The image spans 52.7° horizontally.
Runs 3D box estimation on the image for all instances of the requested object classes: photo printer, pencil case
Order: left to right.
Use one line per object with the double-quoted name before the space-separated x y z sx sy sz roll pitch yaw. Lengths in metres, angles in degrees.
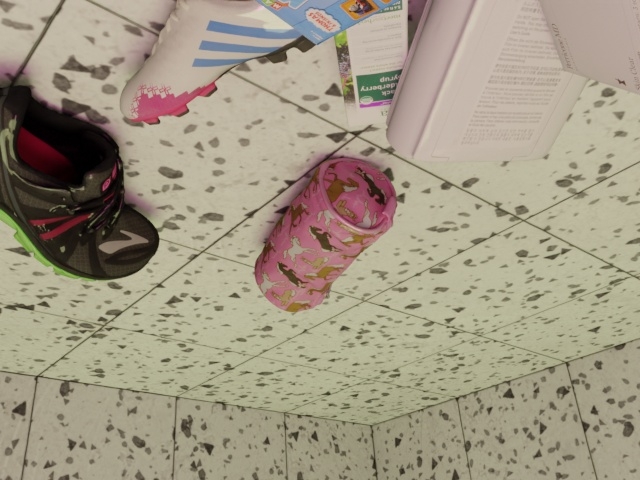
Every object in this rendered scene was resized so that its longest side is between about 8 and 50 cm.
"pencil case" 0.000 0.000 1.266 0.167 0.160 0.386 0 151 -25
"photo printer" 0.240 -0.248 0.819 0.256 0.107 0.307 -5 134 -25

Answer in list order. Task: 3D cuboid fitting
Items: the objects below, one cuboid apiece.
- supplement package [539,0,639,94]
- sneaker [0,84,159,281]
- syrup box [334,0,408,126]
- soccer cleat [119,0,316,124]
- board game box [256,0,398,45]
"supplement package" 0.328 -0.310 0.636 0.204 0.145 0.262 -43 130 -2
"sneaker" -0.401 -0.072 1.059 0.203 0.185 0.483 -10 152 17
"syrup box" 0.069 -0.264 0.869 0.093 0.096 0.236 -6 150 5
"soccer cleat" -0.154 -0.270 0.837 0.332 0.116 0.143 -21 131 23
"board game box" 0.024 -0.288 0.650 0.212 0.039 0.160 -17 154 37
